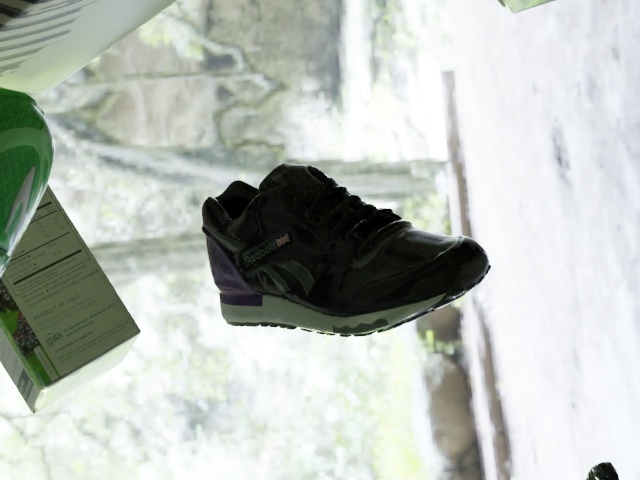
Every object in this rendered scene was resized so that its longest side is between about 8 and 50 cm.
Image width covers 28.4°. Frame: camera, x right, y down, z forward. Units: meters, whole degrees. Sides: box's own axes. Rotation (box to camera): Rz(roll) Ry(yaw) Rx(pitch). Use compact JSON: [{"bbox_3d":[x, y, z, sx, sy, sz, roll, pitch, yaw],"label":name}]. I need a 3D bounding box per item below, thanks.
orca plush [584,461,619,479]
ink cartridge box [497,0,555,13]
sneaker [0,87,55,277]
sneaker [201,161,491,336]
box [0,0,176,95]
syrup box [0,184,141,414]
[{"bbox_3d":[0.265,0.205,0.887,0.287,0.102,0.151,105,150,-44],"label":"orca plush"},{"bbox_3d":[0.207,-0.276,0.962,0.154,0.212,0.093,41,-135,-44],"label":"ink cartridge box"},{"bbox_3d":[-0.221,0.053,0.696,0.296,0.123,0.109,-62,-33,-9],"label":"sneaker"},{"bbox_3d":[0.000,0.000,0.997,0.283,0.107,0.124,-4,110,45],"label":"sneaker"},{"bbox_3d":[-0.068,-0.186,0.573,0.113,0.275,0.094,60,-165,10],"label":"box"},{"bbox_3d":[-0.255,0.013,1.046,0.237,0.096,0.093,56,152,8],"label":"syrup box"}]
